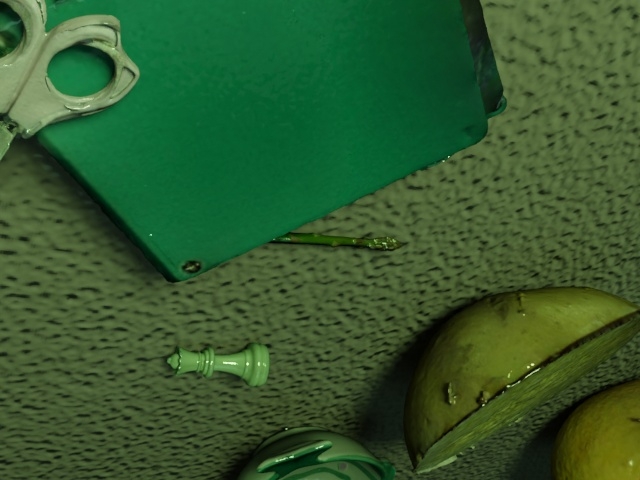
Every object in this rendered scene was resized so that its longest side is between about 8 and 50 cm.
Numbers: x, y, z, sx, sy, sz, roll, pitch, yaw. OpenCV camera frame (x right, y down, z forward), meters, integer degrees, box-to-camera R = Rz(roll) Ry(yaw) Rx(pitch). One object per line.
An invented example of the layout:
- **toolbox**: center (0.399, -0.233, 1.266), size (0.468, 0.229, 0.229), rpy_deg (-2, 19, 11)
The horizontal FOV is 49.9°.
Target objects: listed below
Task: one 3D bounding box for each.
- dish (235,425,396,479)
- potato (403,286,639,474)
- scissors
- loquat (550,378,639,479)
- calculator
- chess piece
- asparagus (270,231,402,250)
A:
- **dish**: center (-0.026, 0.272, 0.812), size (0.224, 0.078, 0.246), rpy_deg (-16, 140, -8)
- **potato**: center (0.196, 0.129, 0.739), size (0.299, 0.116, 0.239), rpy_deg (-24, 147, -17)
- **scissors**: center (-0.174, -0.054, 0.364), size (0.100, 0.015, 0.189), rpy_deg (17, 127, -38)
- **loquat**: center (0.472, 0.324, 0.956), size (0.275, 0.274, 0.274), rpy_deg (-13, 138, -12)
- **calculator**: center (-0.033, -0.102, 0.425), size (0.274, 0.058, 0.248), rpy_deg (-28, 138, 6)
- **chess piece**: center (-0.097, 0.115, 0.644), size (0.093, 0.042, 0.042), rpy_deg (6, 132, -23)
- **asparagus**: center (0.000, 0.000, 0.584), size (0.166, 0.016, 0.013), rpy_deg (3, 99, -26)
